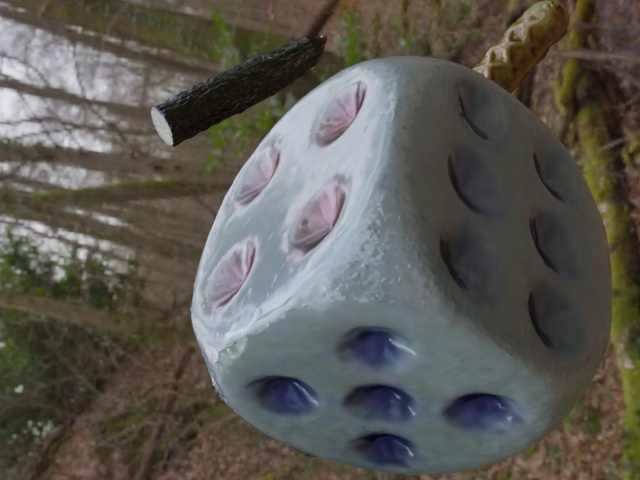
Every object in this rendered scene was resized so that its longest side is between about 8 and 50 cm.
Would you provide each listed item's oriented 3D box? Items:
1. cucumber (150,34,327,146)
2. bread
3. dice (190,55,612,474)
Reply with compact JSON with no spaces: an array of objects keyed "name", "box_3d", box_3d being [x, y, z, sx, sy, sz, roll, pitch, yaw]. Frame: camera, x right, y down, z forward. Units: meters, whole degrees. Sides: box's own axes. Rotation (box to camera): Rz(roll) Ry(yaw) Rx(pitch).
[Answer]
[{"name":"cucumber","box_3d":[-0.111,-0.231,1.404,0.067,0.293,0.068,52,161,26]},{"name":"bread","box_3d":[0.258,-0.234,1.512,0.367,0.077,0.084,-48,-4,16]},{"name":"dice","box_3d":[0.069,0.025,0.806,0.262,0.264,0.268,-33,33,41]}]
